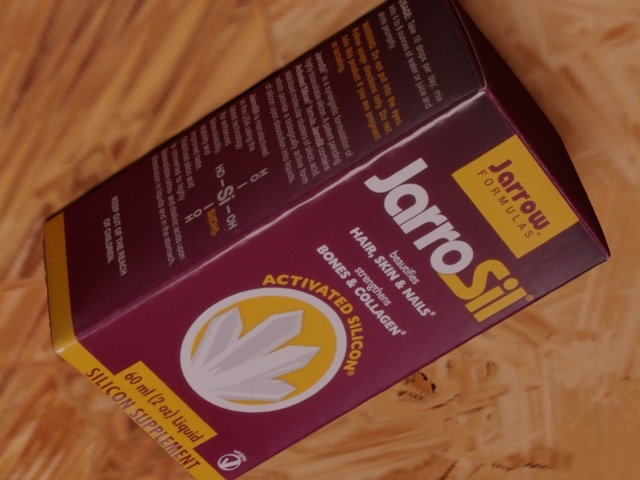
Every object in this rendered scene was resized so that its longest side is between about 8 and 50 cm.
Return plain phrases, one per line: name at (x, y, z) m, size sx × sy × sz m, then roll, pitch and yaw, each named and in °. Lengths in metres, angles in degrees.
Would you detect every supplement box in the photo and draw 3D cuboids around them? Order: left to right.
supplement box at (0.000, 0.000, 0.710) m, size 0.188 × 0.080 × 0.104 m, roll -32°, pitch 128°, yaw 13°
